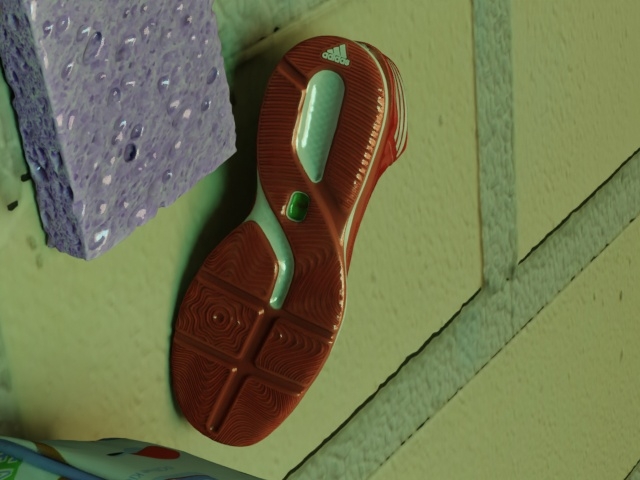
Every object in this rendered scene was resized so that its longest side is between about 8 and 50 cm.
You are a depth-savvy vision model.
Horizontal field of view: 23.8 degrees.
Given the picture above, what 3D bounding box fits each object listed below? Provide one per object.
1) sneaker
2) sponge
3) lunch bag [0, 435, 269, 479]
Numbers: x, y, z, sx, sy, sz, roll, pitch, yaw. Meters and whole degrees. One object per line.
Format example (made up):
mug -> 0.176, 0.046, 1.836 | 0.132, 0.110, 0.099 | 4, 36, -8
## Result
sneaker -> 0.000, 0.000, 0.814 | 0.221, 0.087, 0.128 | -67, 165, 14
sponge -> -0.095, -0.107, 0.672 | 0.117, 0.031, 0.210 | -43, 135, -42
lunch bag -> -0.080, 0.241, 0.621 | 0.115, 0.243, 0.303 | 17, 86, -58
